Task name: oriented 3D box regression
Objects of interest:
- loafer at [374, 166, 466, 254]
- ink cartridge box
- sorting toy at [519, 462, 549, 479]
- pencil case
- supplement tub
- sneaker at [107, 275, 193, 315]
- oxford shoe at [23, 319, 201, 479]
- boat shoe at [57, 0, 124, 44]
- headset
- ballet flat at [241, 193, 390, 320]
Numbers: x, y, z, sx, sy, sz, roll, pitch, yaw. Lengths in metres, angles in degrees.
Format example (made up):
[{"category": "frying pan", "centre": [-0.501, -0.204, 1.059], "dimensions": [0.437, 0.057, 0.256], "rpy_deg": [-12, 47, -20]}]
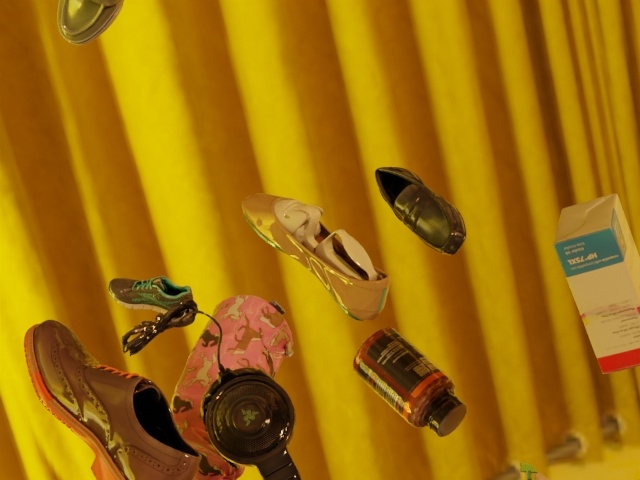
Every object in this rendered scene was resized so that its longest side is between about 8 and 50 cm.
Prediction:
[{"category": "loafer", "centre": [0.149, -0.048, 1.959], "dimensions": [0.078, 0.076, 0.223], "rpy_deg": [19, -160, -34]}, {"category": "ink cartridge box", "centre": [0.373, 0.073, 1.613], "dimensions": [0.078, 0.231, 0.134], "rpy_deg": [-17, -165, 21]}, {"category": "sorting toy", "centre": [0.243, 0.272, 1.360], "dimensions": [0.012, 0.083, 0.062], "rpy_deg": [-45, -170, 21]}, {"category": "pencil case", "centre": [-0.174, 0.280, 2.371], "dimensions": [0.167, 0.160, 0.386], "rpy_deg": [-7, -140, 28]}, {"category": "supplement tub", "centre": [0.152, 0.241, 2.135], "dimensions": [0.106, 0.106, 0.198], "rpy_deg": [-25, -128, -34]}, {"category": "sneaker", "centre": [-0.303, 0.090, 2.315], "dimensions": [0.166, 0.076, 0.065], "rpy_deg": [15, -138, 2]}, {"category": "oxford shoe", "centre": [-0.209, 0.162, 1.305], "dimensions": [0.271, 0.098, 0.097], "rpy_deg": [47, -163, 29]}, {"category": "boat shoe", "centre": [-0.367, -0.455, 2.137], "dimensions": [0.302, 0.109, 0.094], "rpy_deg": [-55, 177, 25]}, {"category": "headset", "centre": [-0.133, 0.274, 1.907], "dimensions": [0.185, 0.394, 0.243], "rpy_deg": [-28, -176, -8]}, {"category": "ballet flat", "centre": [0.000, 0.000, 1.561], "dimensions": [0.232, 0.073, 0.080], "rpy_deg": [42, -141, 19]}]
